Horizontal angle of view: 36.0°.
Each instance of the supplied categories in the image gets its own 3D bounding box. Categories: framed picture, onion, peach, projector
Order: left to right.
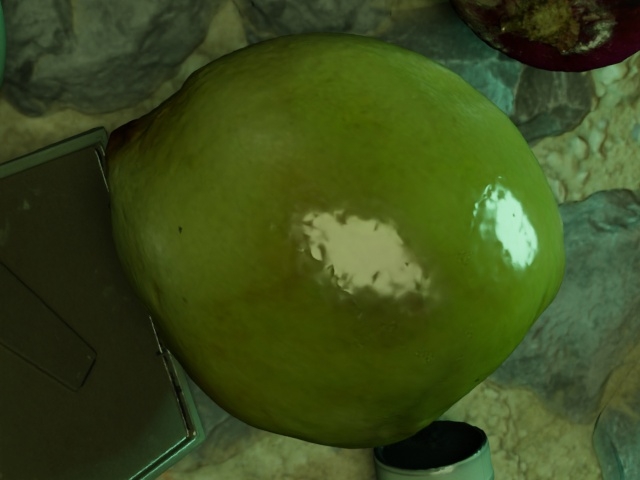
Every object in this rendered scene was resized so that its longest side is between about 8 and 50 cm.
[{"bbox_3d":[-0.202,0.079,0.760,0.211,0.020,0.289,-32,112,-49],"label":"framed picture"},{"bbox_3d":[0.008,0.001,0.732,0.314,0.281,0.315,-34,98,0],"label":"peach"},{"bbox_3d":[0.126,0.339,0.912,0.108,0.108,0.337,-12,103,-11],"label":"projector"},{"bbox_3d":[0.200,-0.241,0.813,0.195,0.218,0.139,11,140,13],"label":"onion"}]

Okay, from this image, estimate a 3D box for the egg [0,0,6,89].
[{"bbox_3d":[-0.306,-0.152,0.681,0.168,0.168,0.230,-5,98,-13],"label":"egg"}]

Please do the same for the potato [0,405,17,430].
[{"bbox_3d":[-0.302,0.078,0.758,0.149,0.113,0.251,-29,99,-6],"label":"potato"}]
